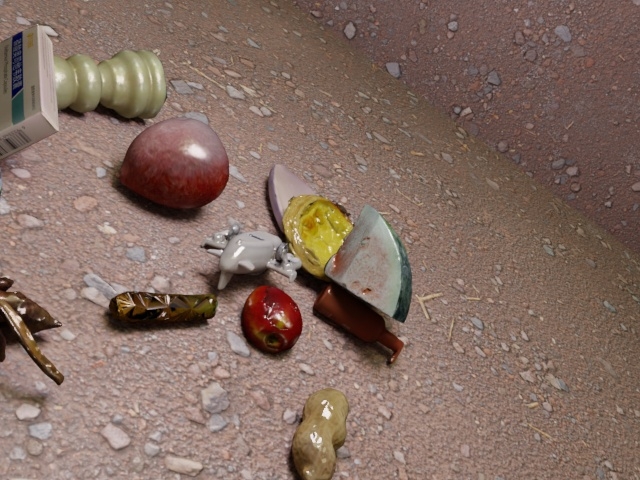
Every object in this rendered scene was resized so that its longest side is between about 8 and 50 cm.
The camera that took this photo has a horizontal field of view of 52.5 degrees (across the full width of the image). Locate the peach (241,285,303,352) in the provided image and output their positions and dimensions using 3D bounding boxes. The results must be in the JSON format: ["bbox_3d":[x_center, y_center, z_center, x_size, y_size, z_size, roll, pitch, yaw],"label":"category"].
[{"bbox_3d":[-0.105,0.163,1.436,0.127,0.092,0.172,13,41,-28],"label":"peach"}]

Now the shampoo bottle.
[{"bbox_3d":[0.100,0.201,1.599,0.244,0.085,0.085,37,32,-4],"label":"shampoo bottle"}]

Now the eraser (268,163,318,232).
[{"bbox_3d":[-0.080,-0.113,1.843,0.204,0.059,0.243,-1,52,-44],"label":"eraser"}]

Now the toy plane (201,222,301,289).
[{"bbox_3d":[-0.165,0.039,1.509,0.245,0.117,0.244,15,14,-4],"label":"toy plane"}]

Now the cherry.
[{"bbox_3d":[-0.344,-0.189,1.546,0.239,0.206,0.239,32,38,-29],"label":"cherry"}]

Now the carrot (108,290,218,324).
[{"bbox_3d":[-0.308,0.135,1.303,0.229,0.069,0.069,5,44,-42],"label":"carrot"}]

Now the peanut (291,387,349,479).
[{"bbox_3d":[0.001,0.380,1.269,0.104,0.086,0.228,43,33,-10],"label":"peanut"}]

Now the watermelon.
[{"bbox_3d":[0.120,0.103,1.577,0.214,0.319,0.289,-5,40,-6],"label":"watermelon"}]

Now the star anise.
[{"bbox_3d":[-0.574,0.105,1.042,0.292,0.109,0.349,-10,55,-43],"label":"star anise"}]

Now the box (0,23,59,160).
[{"bbox_3d":[-0.673,-0.316,1.402,0.065,0.200,0.343,60,5,-51],"label":"box"}]

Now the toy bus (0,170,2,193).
[{"bbox_3d":[-0.739,-0.126,1.147,0.330,0.136,0.109,18,39,-26],"label":"toy bus"}]

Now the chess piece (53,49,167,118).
[{"bbox_3d":[-0.575,-0.397,1.635,0.330,0.182,0.182,-11,56,-44],"label":"chess piece"}]

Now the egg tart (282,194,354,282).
[{"bbox_3d":[0.000,0.000,1.717,0.279,0.095,0.278,26,46,-31],"label":"egg tart"}]
